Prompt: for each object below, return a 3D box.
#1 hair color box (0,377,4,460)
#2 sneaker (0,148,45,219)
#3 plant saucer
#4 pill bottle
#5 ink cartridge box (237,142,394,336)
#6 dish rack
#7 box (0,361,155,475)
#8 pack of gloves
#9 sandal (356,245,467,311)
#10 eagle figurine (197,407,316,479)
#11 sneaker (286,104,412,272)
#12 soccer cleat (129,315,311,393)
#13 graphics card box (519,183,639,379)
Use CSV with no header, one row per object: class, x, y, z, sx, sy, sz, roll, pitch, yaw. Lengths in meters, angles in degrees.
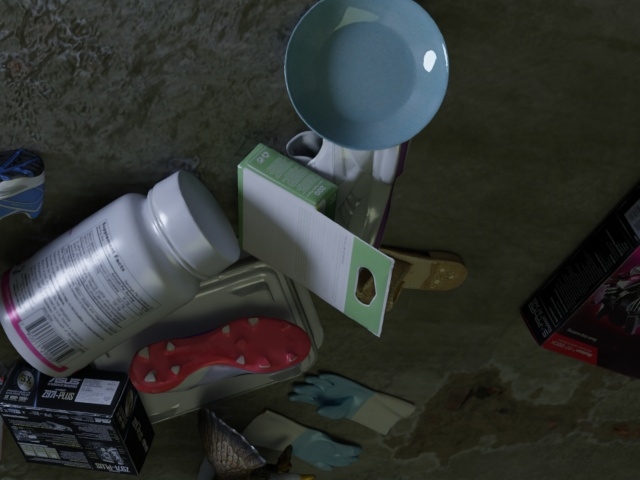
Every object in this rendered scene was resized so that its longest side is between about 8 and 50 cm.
hair color box,-0.493,0.260,1.711,0.072,0.043,0.141,1,132,-18
sneaker,-0.433,-0.047,1.421,0.211,0.080,0.081,-8,130,-9
plant saucer,0.055,-0.201,1.407,0.195,0.037,0.194,0,90,0
pill bottle,-0.254,0.040,1.502,0.283,0.160,0.160,-31,133,12
ink cartridge box,0.000,0.000,1.493,0.056,0.235,0.171,-48,159,-32
dish rack,-0.169,0.145,1.691,0.333,0.072,0.285,-18,135,1
box,-0.344,0.253,1.679,0.180,0.077,0.147,3,136,15
pack of gloves,0.015,0.307,1.912,0.232,0.046,0.195,25,119,-34
sandal,0.104,0.063,1.690,0.240,0.079,0.088,-1,131,-17
eagle figurine,-0.118,0.376,1.778,0.225,0.226,0.298,-48,158,11
sneaker,0.024,-0.072,1.546,0.152,0.114,0.305,13,131,-1
soccer cleat,-0.138,0.160,1.622,0.248,0.083,0.095,-10,163,-13
graphics card box,0.509,0.043,1.791,0.233,0.094,0.371,21,122,-31
